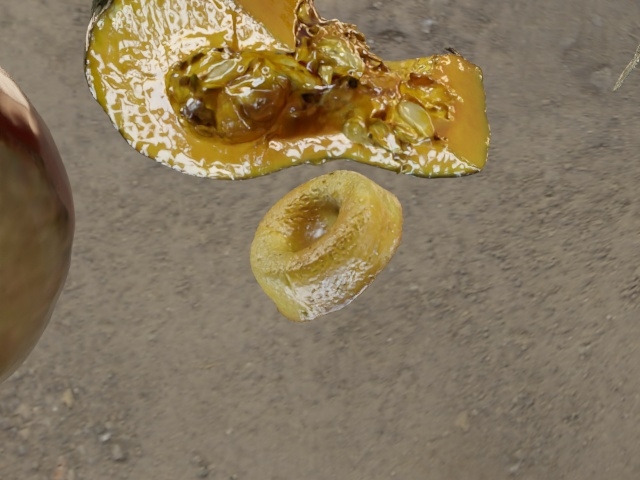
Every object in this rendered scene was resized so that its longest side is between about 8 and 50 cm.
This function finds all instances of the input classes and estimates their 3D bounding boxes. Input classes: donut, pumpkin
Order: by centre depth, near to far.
[{"bbox_3d":[-0.022,-0.149,0.800,0.280,0.139,0.190,0,131,11],"label":"pumpkin"},{"bbox_3d":[0.000,0.000,1.011,0.152,0.058,0.152,-28,39,25],"label":"donut"}]

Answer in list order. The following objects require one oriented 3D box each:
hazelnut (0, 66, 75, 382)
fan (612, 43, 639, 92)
[{"bbox_3d":[-0.383,0.013,0.803,0.359,0.409,0.359,39,144,36],"label":"hazelnut"},{"bbox_3d":[0.335,-0.187,1.224,0.003,0.080,0.060,33,107,1],"label":"fan"}]
